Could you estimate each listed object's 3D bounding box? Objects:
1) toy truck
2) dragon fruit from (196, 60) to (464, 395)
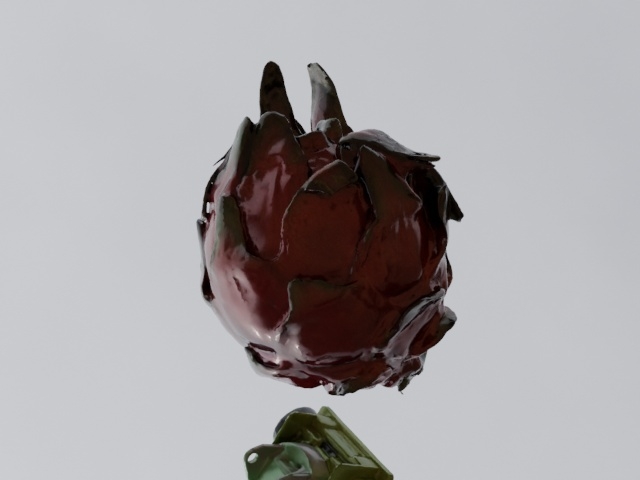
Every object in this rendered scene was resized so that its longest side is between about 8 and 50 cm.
[{"bbox_3d":[-0.061,0.263,1.039,0.135,0.128,0.259,11,-68,-43],"label":"toy truck"},{"bbox_3d":[0.000,0.000,0.953,0.193,0.192,0.274,-28,-81,-16],"label":"dragon fruit"}]
